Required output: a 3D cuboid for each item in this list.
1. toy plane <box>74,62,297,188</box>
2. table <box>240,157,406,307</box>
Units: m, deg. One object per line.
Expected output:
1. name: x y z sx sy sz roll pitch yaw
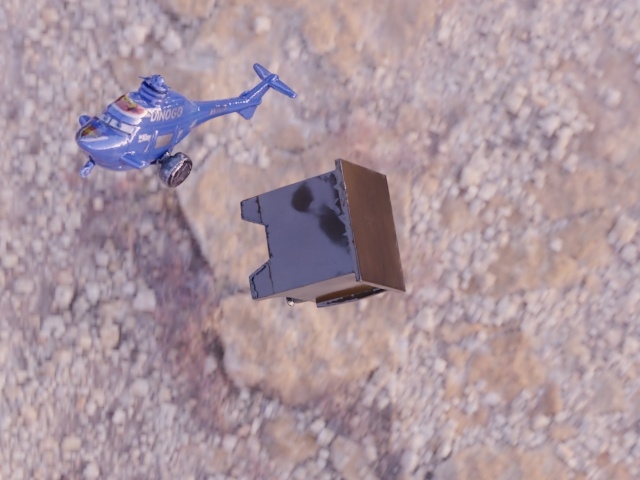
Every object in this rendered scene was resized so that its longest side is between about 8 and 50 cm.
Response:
1. toy plane: -0.078 -0.072 0.917 0.054 0.062 0.167 38 31 23
2. table: 0.000 0.000 1.082 0.082 0.070 0.083 -15 76 25
